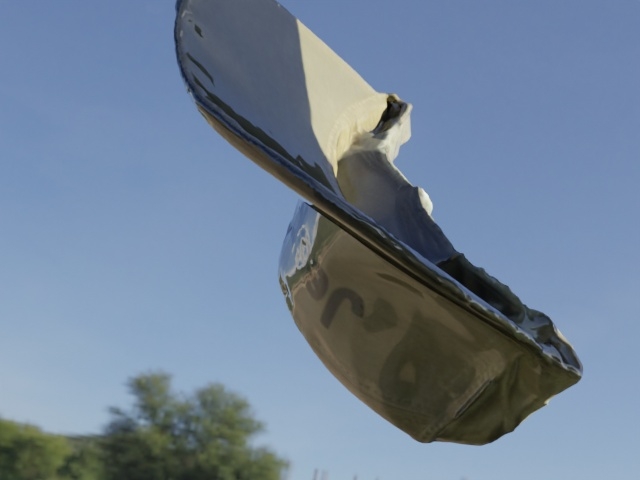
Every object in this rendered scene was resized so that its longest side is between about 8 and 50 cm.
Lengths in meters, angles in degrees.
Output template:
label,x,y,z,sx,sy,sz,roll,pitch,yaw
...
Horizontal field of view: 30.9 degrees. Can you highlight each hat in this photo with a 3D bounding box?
label,x,y,z,sx,sy,sz,roll,pitch,yaw
hat,0.000,0.000,0.562,0.244,0.214,0.149,19,-58,-38
